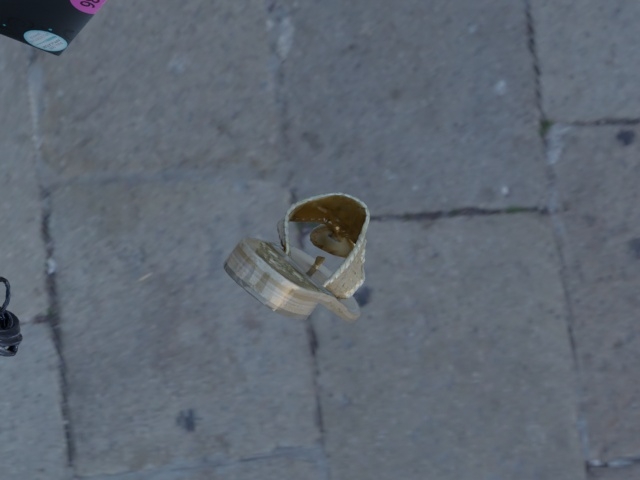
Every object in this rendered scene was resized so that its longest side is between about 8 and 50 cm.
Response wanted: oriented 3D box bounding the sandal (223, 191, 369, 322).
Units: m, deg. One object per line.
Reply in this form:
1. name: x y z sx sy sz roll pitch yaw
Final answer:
1. sandal: 0.005 0.004 1.049 0.088 0.240 0.079 40 98 10

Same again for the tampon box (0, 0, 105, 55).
1. tampon box: -0.240 -0.227 1.097 0.161 0.120 0.101 19 68 -22

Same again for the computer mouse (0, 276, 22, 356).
1. computer mouse: -0.348 -0.025 1.299 0.072 0.188 0.272 -16 82 6
